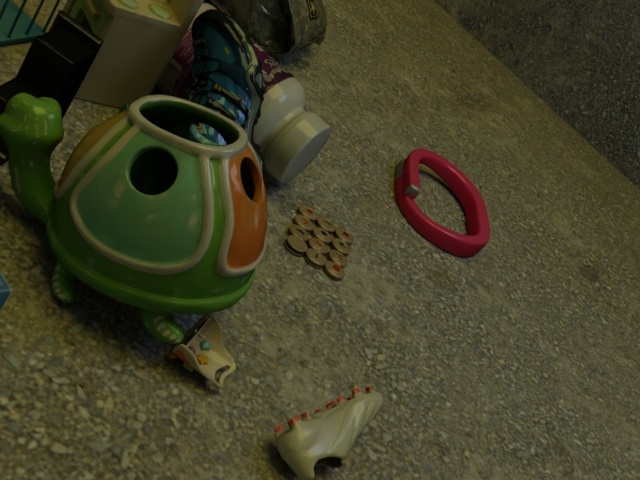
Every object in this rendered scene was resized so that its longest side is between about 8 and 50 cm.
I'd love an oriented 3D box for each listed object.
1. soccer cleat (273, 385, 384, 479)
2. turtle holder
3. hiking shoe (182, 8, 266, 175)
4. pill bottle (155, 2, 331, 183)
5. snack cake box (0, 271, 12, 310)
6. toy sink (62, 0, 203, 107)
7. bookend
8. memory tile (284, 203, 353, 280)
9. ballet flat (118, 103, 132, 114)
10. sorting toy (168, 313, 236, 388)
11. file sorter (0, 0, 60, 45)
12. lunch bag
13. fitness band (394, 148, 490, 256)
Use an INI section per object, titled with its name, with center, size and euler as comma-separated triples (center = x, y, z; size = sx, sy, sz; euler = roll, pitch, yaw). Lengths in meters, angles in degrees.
[soccer cleat]
center = 0.019, 0.236, 1.089
size = 0.196, 0.068, 0.076
euler = -12, 71, -52
[turtle holder]
center = -0.206, -0.059, 1.064
size = 0.320, 0.227, 0.243
euler = 38, 33, 28
[hiking shoe]
center = -0.158, -0.194, 1.311
size = 0.132, 0.113, 0.304
euler = -7, 90, -48
[pill bottle]
center = -0.131, -0.238, 1.473
size = 0.301, 0.169, 0.169
euler = 42, 30, 7
[snack cake box]
center = -0.448, -0.007, 0.882
size = 0.264, 0.089, 0.152
euler = 50, 31, 20
[toy sink]
center = -0.304, -0.344, 1.365
size = 0.131, 0.234, 0.153
euler = 8, 42, -43
[bookend]
center = -0.378, -0.201, 1.162
size = 0.072, 0.156, 0.157
euler = 36, 30, -5
[memory tile]
center = 0.000, 0.000, 1.443
size = 0.113, 0.012, 0.148
euler = 33, 30, -9
[ballet flat]
center = -0.260, -0.130, 1.285
size = 0.074, 0.074, 0.203
euler = 23, 30, -25
[sorting toy]
center = -0.137, 0.141, 1.070
size = 0.075, 0.045, 0.083
euler = 45, 28, -5
[file sorter]
center = -0.488, -0.369, 1.331
size = 0.118, 0.104, 0.170
euler = 42, 29, 7
[lunch bag]
center = -0.110, -0.530, 1.916
size = 0.287, 0.169, 0.235
euler = 45, 26, -3
[fitness band]
center = 0.248, -0.081, 1.789
size = 0.209, 0.054, 0.291
euler = 30, 31, -14
